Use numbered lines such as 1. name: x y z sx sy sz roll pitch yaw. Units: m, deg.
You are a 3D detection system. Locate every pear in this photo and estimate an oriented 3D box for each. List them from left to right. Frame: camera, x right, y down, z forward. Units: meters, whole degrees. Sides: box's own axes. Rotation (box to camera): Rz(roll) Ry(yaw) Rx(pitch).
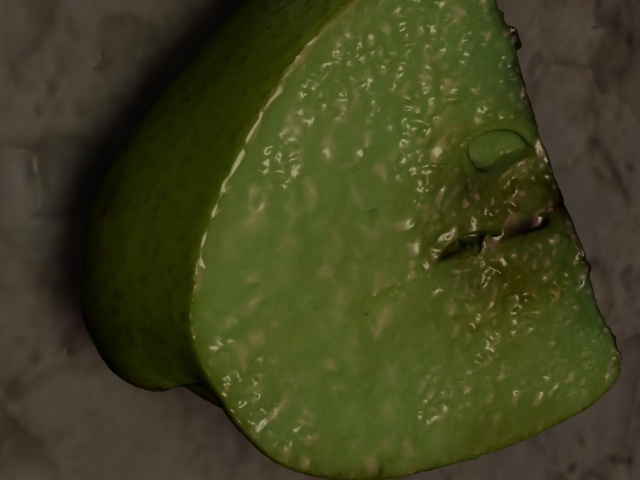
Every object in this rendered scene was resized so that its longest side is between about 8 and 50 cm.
1. pear: 0.000 0.000 0.927 0.292 0.159 0.292 -7 104 -28
